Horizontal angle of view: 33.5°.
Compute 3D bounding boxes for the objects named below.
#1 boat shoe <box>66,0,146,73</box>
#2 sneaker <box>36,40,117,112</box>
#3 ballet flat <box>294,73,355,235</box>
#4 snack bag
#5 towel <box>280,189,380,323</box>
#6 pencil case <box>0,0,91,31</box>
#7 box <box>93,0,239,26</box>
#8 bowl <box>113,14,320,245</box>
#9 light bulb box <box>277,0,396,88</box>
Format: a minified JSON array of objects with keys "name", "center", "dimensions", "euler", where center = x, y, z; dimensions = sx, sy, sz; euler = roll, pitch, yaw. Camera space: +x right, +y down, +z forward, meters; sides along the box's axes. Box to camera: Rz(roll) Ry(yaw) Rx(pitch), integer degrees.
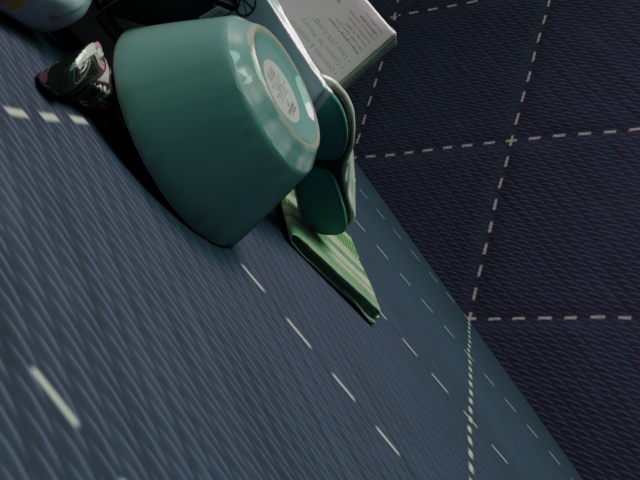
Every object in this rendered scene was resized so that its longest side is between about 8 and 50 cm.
[{"name":"boat shoe","center":[-0.314,-0.338,1.567],"dimensions":[0.341,0.127,0.158],"euler":[58,4,-7]},{"name":"sneaker","center":[-0.274,-0.189,1.265],"dimensions":[0.077,0.072,0.178],"euler":[59,12,-13]},{"name":"ballet flat","center":[0.001,-0.167,1.756],"dimensions":[0.139,0.139,0.400],"euler":[55,-14,32]},{"name":"snack bag","center":[-0.138,-0.281,1.642],"dimensions":[0.037,0.323,0.343],"euler":[-22,75,-35]},{"name":"towel","center":[0.000,0.000,1.974],"dimensions":[0.248,0.038,0.325],"euler":[44,12,-26]},{"name":"pencil case","center":[-0.369,-0.334,1.222],"dimensions":[0.273,0.113,0.124],"euler":[19,54,-72]},{"name":"box","center":[-0.238,-0.394,1.454],"dimensions":[0.184,0.103,0.261],"euler":[66,19,6]},{"name":"bowl","center":[-0.112,-0.166,1.380],"dimensions":[0.311,0.163,0.312],"euler":[54,21,-32]},{"name":"light bulb box","center":[-0.112,-0.367,1.881],"dimensions":[0.358,0.361,0.225],"euler":[50,7,0]}]
